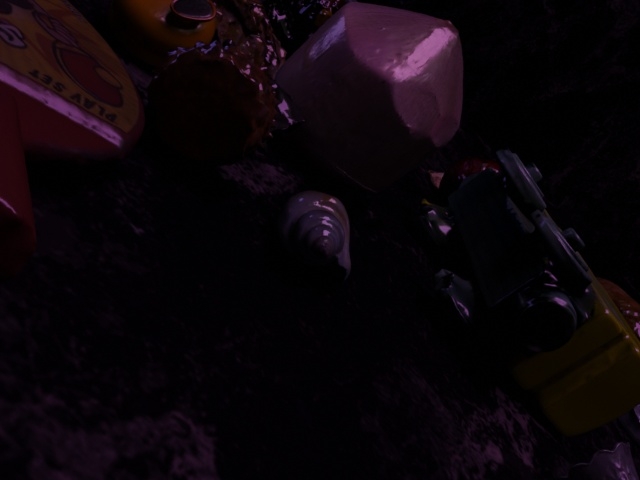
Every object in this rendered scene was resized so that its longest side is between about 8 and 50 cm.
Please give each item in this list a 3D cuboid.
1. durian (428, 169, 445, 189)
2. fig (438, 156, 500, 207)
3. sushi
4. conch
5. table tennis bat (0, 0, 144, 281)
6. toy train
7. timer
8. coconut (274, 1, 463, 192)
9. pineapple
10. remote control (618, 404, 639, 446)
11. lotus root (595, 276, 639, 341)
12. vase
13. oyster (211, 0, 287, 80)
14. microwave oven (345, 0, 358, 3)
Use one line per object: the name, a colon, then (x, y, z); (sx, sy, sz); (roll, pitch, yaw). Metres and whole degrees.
durian: (0.235, -0.100, 1.479); (0.066, 0.052, 0.130); (4, 22, -2)
fig: (0.247, -0.073, 1.317); (0.150, 0.128, 0.128); (-20, 59, -26)
sushi: (0.002, -0.334, 1.272); (0.150, 0.153, 0.172); (30, -7, 18)
conch: (0.003, -0.007, 0.709); (0.088, 0.065, 0.180); (40, 10, -12)
table tennis bat: (-0.222, -0.121, 0.503); (0.268, 0.051, 0.415); (31, 20, -37)
toy train: (0.272, 0.055, 1.011); (0.272, 0.179, 0.442); (48, 17, -16)
timer: (-0.161, -0.218, 0.801); (0.107, 0.109, 0.107); (15, 52, -20)
coconut: (0.068, -0.179, 0.953); (0.224, 0.234, 0.224); (44, 15, -15)
pineapple: (-0.083, -0.127, 0.735); (0.237, 0.111, 0.119); (-72, 146, -76)
remote control: (0.551, 0.325, 1.213); (0.247, 0.052, 0.104); (36, 19, -19)
lotus root: (0.495, 0.166, 1.308); (0.145, 0.128, 0.260); (41, 17, -44)
vase: (0.296, 0.273, 0.735); (0.081, 0.081, 0.149); (21, 34, -51)
oyster: (-0.115, -0.323, 1.074); (0.223, 0.083, 0.214); (42, 32, -31)
microwave oven: (0.016, -0.449, 1.592); (0.208, 0.122, 0.162); (44, 19, -3)
